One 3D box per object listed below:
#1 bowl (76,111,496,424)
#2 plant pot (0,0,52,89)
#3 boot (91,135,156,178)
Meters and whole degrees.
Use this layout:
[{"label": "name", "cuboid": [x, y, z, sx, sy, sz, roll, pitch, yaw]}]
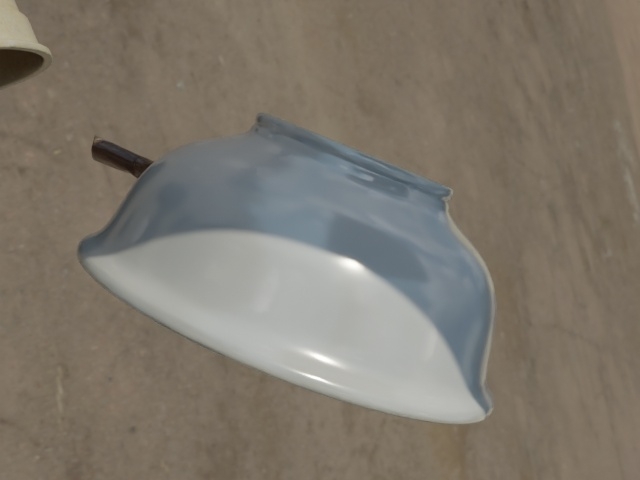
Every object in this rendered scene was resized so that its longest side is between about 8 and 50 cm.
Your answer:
[{"label": "bowl", "cuboid": [0.000, 0.000, 0.701, 0.298, 0.298, 0.134, 12, 101, -63]}, {"label": "plant pot", "cuboid": [-0.554, -0.353, 1.361, 0.334, 0.334, 0.305, -15, 92, -66]}, {"label": "boot", "cuboid": [-0.215, -0.089, 1.162, 0.037, 0.114, 0.106, -60, 174, -11]}]
